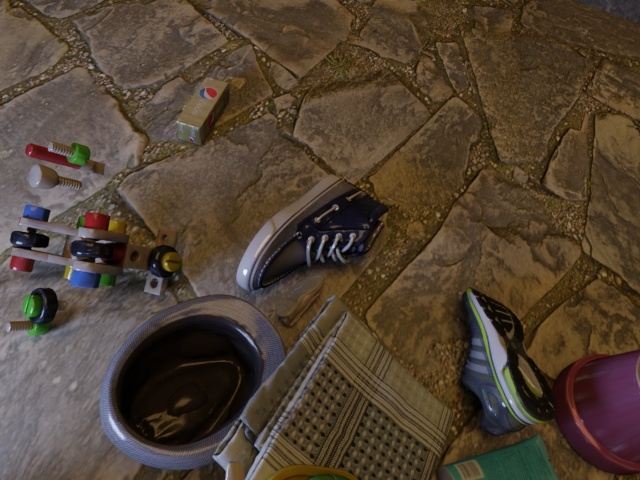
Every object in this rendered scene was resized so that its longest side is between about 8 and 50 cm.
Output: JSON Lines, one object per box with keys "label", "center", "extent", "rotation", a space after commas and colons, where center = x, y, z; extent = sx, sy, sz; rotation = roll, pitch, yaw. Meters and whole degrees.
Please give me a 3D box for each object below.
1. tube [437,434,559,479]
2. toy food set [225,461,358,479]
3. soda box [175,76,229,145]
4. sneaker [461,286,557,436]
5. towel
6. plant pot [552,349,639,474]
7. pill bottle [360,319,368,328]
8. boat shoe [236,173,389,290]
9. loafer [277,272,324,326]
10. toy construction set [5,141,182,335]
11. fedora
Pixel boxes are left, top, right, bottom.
{"label": "tube", "center": [0.295, 0.376, 0.750], "extent": [0.207, 0.052, 0.080], "rotation": [-3, 61, -17]}
{"label": "toy food set", "center": [-0.013, 0.350, 0.560], "extent": [0.217, 0.071, 0.128], "rotation": [18, 69, -24]}
{"label": "soda box", "center": [-0.284, -0.317, 1.117], "extent": [0.061, 0.058, 0.181], "rotation": [17, 55, 2]}
{"label": "sneaker", "center": [0.300, 0.206, 0.827], "extent": [0.111, 0.121, 0.300], "rotation": [27, 33, -17]}
{"label": "towel", "center": [0.048, 0.291, 0.688], "extent": [0.324, 0.056, 0.312], "rotation": [45, 58, -9]}
{"label": "plant pot", "center": [0.534, 0.273, 0.775], "extent": [0.201, 0.180, 0.201], "rotation": [5, 55, -7]}
{"label": "pill bottle", "center": [0.014, 0.200, 0.798], "extent": [0.152, 0.086, 0.086], "rotation": [-21, 62, -21]}
{"label": "boat shoe", "center": [0.000, 0.000, 0.903], "extent": [0.158, 0.127, 0.340], "rotation": [30, 56, 20]}
{"label": "loafer", "center": [-0.034, 0.113, 0.884], "extent": [0.045, 0.039, 0.125], "rotation": [12, 44, 40]}
{"label": "toy construction set", "center": [-0.386, -0.014, 0.826], "extent": [0.237, 0.257, 0.309], "rotation": [11, 61, -57]}
{"label": "fedora", "center": [-0.194, 0.228, 0.721], "extent": [0.243, 0.124, 0.275], "rotation": [39, 53, 16]}
